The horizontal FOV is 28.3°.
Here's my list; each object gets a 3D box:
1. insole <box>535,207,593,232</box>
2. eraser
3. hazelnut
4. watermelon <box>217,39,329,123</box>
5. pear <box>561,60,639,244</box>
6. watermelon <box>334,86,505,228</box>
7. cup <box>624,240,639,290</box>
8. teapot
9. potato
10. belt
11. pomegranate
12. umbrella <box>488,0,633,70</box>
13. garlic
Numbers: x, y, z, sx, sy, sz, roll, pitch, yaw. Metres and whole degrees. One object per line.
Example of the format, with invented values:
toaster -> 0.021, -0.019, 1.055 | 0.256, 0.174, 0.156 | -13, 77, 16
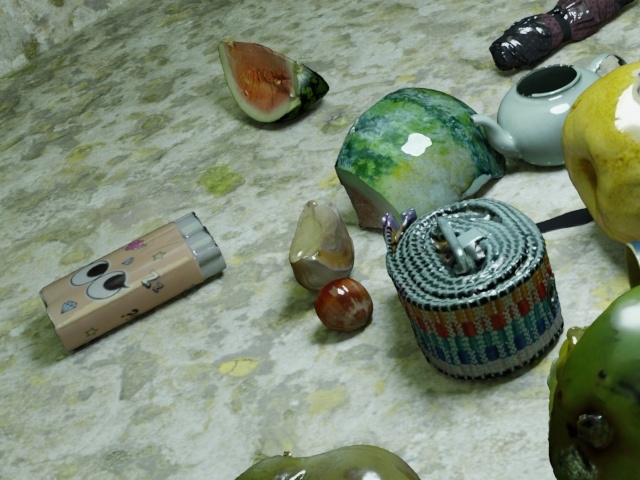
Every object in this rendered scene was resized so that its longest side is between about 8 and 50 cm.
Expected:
insole -> 0.354, -0.027, 1.870 | 0.135, 0.002, 0.045 | -16, 28, 10
eraser -> -0.309, 0.064, 2.086 | 0.290, 0.087, 0.171 | -27, 30, -9
hazelnut -> 0.034, 0.092, 1.817 | 0.086, 0.086, 0.086 | -17, 29, 10
watermelon -> -0.099, -0.297, 2.531 | 0.303, 0.159, 0.128 | 27, 84, 52
pear -> 0.463, -0.122, 1.703 | 0.271, 0.271, 0.271 | -17, 29, 10
watermelon -> 0.179, -0.144, 2.066 | 0.305, 0.180, 0.224 | -36, 75, -31
cup -> 0.464, 0.047, 1.562 | 0.155, 0.131, 0.176 | -14, 4, 6
teapot -> 0.377, -0.208, 2.033 | 0.294, 0.129, 0.193 | -29, 30, -13
potato -> -0.022, 0.330, 1.328 | 0.351, 0.202, 0.218 | -17, 37, 38
belt -> 0.199, 0.043, 1.692 | 0.206, 0.160, 0.295 | -20, 29, 4
pomegranate -> 0.378, 0.169, 1.284 | 0.340, 0.261, 0.260 | -7, 21, -26
umbrella -> 0.459, -0.411, 2.370 | 0.326, 0.094, 0.090 | -31, 44, -15
garlic -> 0.004, 0.015, 1.937 | 0.087, 0.101, 0.196 | -17, 27, 19
